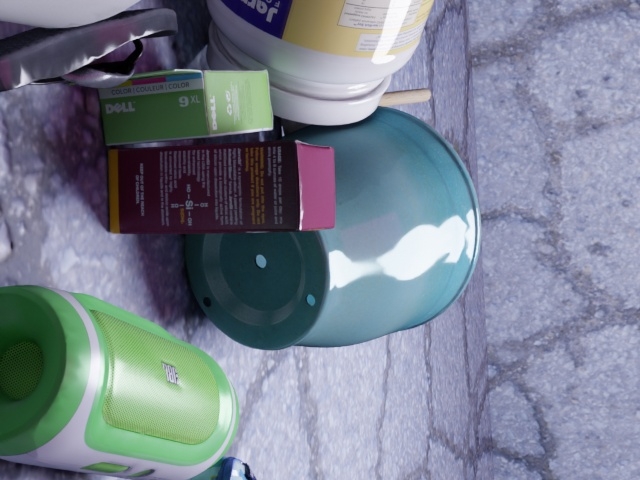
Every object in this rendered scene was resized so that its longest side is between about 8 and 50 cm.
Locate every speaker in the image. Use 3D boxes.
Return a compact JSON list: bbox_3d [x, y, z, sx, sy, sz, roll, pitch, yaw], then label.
[{"bbox_3d":[-0.170,0.122,0.867,0.296,0.131,0.131,40,52,-65],"label":"speaker"}]

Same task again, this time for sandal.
[{"bbox_3d":[-0.203,-0.139,0.854,0.254,0.097,0.055,-37,123,-54],"label":"sandal"}]

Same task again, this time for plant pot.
[{"bbox_3d":[0.000,0.000,1.191,0.255,0.271,0.272,-20,108,-56],"label":"plant pot"}]

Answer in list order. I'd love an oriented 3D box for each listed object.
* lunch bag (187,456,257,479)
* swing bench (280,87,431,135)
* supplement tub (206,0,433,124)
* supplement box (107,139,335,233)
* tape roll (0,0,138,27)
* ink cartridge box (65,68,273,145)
[{"bbox_3d":[-0.114,0.332,1.073,0.176,0.090,0.219,71,27,-47],"label":"lunch bag"},{"bbox_3d":[0.044,-0.068,1.454,0.254,0.165,0.253,-24,112,-64],"label":"swing bench"},{"bbox_3d":[0.015,-0.312,1.118,0.241,0.241,0.331,-63,174,-54],"label":"supplement tub"},{"bbox_3d":[-0.090,-0.047,1.013,0.104,0.188,0.081,-4,93,-71],"label":"supplement box"},{"bbox_3d":[-0.198,-0.254,0.637,0.169,0.246,0.246,-15,103,-70],"label":"tape roll"},{"bbox_3d":[-0.133,-0.124,1.016,0.209,0.109,0.062,-24,110,-70],"label":"ink cartridge box"}]
